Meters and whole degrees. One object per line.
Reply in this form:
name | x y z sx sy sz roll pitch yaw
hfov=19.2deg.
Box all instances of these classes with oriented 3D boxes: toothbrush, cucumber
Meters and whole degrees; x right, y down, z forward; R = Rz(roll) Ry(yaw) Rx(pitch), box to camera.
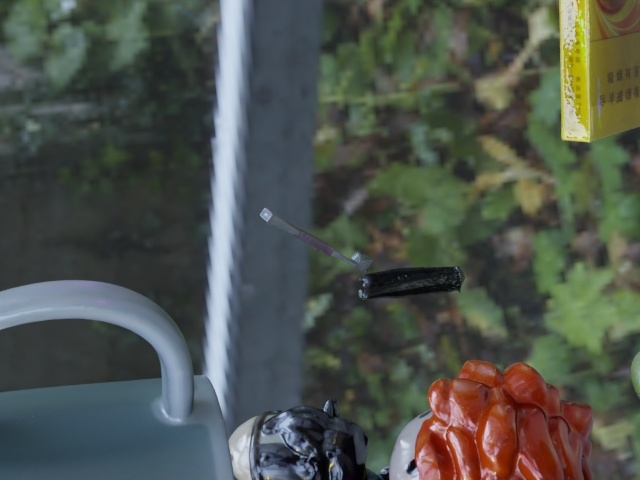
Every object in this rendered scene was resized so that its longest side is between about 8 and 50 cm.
toothbrush | -0.001 0.002 1.915 0.014 0.194 0.017 42 100 36
cucumber | 0.101 0.046 2.077 0.034 0.135 0.033 161 104 -69

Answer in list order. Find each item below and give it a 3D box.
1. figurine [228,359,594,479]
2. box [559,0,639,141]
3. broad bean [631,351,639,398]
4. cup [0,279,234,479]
figurine | 0.091 0.268 1.974 0.412 0.241 0.306 -3 117 26
box | 0.280 -0.238 1.806 0.043 0.152 0.269 6 105 37
broad bean | 0.354 0.165 1.783 0.082 0.124 0.174 -25 81 28
cup | -0.204 0.188 1.302 0.259 0.274 0.356 -114 22 -58
